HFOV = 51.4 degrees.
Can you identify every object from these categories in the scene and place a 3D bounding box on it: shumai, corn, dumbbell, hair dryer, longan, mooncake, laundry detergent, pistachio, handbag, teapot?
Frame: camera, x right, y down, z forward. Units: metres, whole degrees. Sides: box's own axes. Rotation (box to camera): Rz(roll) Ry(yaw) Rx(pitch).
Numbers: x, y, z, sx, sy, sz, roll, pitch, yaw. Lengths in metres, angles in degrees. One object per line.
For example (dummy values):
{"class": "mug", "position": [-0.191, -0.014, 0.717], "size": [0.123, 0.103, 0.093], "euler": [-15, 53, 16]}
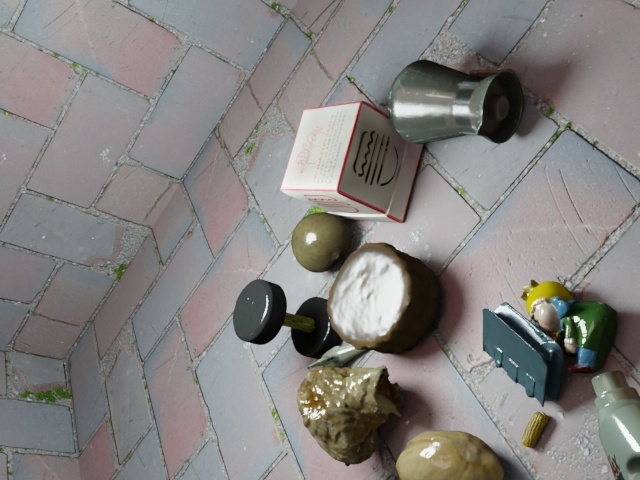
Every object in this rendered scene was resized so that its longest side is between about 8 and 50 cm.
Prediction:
{"class": "shumai", "position": [0.092, 0.429, 1.877], "size": [0.262, 0.267, 0.314], "euler": [-56, 46, 19]}
{"class": "corn", "position": [0.503, 0.446, 1.566], "size": [0.037, 0.037, 0.092], "euler": [29, 98, 52]}
{"class": "dumbbell", "position": [-0.102, 0.257, 2.146], "size": [0.204, 0.323, 0.203], "euler": [-25, 55, 42]}
{"class": "hair dryer", "position": [0.056, 0.352, 2.044], "size": [0.167, 0.199, 0.067], "euler": [-26, 77, 13]}
{"class": "longan", "position": [0.000, 0.000, 2.254], "size": [0.220, 0.197, 0.196], "euler": [-50, 41, 34]}
{"class": "mooncake", "position": [0.189, 0.174, 1.951], "size": [0.324, 0.187, 0.323], "euler": [-21, 60, 42]}
{"class": "laundry detergent", "position": [0.624, 0.434, 1.248], "size": [0.125, 0.264, 0.397], "euler": [-15, 58, 4]}
{"class": "pistachio", "position": [0.315, 0.558, 1.644], "size": [0.293, 0.181, 0.162], "euler": [-18, 22, 41]}
{"class": "handbag", "position": [0.482, 0.272, 1.597], "size": [0.229, 0.062, 0.179], "euler": [46, 150, 52]}
{"class": "teapot", "position": [0.405, -0.410, 1.952], "size": [0.344, 0.253, 0.300], "euler": [18, 56, 45]}

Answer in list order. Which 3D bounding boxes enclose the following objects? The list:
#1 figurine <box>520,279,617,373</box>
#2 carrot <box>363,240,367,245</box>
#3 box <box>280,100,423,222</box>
{"class": "figurine", "position": [0.562, 0.198, 1.558], "size": [0.234, 0.127, 0.185], "euler": [20, 105, 43]}
{"class": "carrot", "position": [0.125, 0.107, 2.177], "size": [0.057, 0.057, 0.224], "euler": [5, 71, 51]}
{"class": "box", "position": [0.103, -0.248, 2.156], "size": [0.312, 0.300, 0.314], "euler": [6, 78, 51]}
